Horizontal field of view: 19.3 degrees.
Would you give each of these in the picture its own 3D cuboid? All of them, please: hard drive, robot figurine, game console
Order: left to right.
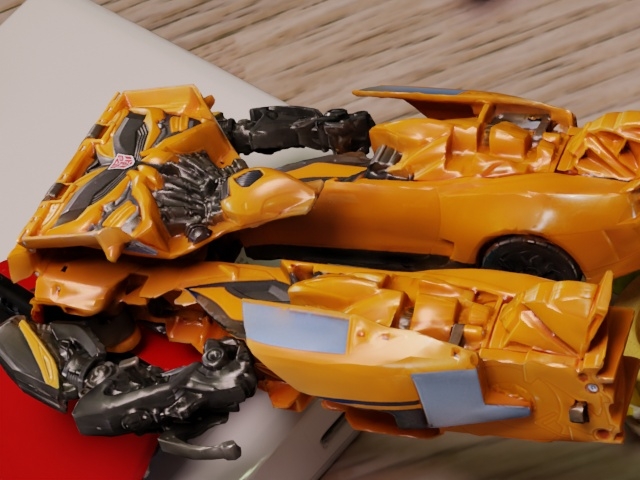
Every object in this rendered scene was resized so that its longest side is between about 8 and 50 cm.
[{"bbox_3d":[-0.103,0.068,0.884,0.144,0.085,0.124,27,37,37],"label":"game console"},{"bbox_3d":[-0.106,0.009,0.975,0.353,0.047,0.233,30,70,38],"label":"hard drive"},{"bbox_3d":[0.000,0.000,0.797,0.291,0.085,0.211,5,43,21],"label":"robot figurine"}]

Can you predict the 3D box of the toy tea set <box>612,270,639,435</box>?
[{"bbox_3d":[0.242,0.066,0.717,0.200,0.124,0.336,-32,47,-3],"label":"toy tea set"}]
